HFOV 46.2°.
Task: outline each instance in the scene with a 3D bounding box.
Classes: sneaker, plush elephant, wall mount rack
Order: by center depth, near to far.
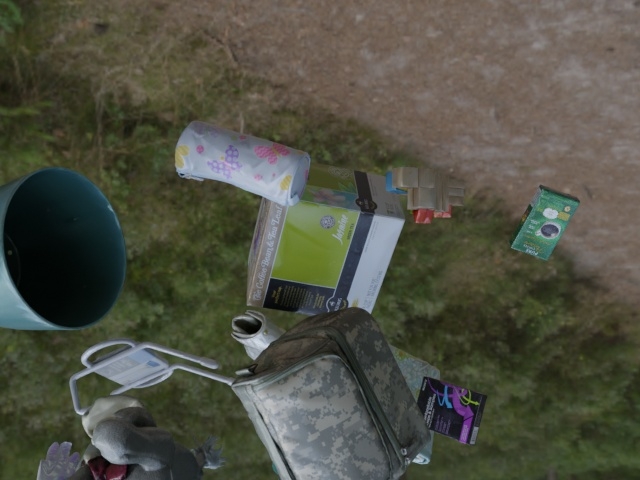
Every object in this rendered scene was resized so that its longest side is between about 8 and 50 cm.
[{"bbox_3d":[-0.357,0.420,1.325,0.256,0.271,0.330,-8,180,23],"label":"plush elephant"},{"bbox_3d":[-0.348,0.295,1.612,0.304,0.130,0.350,-23,157,0],"label":"wall mount rack"},{"bbox_3d":[-0.156,0.231,1.870,0.169,0.108,0.293,40,161,-21],"label":"sneaker"}]

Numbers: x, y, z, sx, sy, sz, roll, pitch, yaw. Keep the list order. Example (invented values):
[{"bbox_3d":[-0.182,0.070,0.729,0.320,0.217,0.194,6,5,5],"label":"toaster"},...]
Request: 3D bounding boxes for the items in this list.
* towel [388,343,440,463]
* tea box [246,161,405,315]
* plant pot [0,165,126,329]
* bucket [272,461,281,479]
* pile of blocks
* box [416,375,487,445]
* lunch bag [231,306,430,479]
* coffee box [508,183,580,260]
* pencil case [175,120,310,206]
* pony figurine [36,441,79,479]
[{"bbox_3d":[0.200,0.473,2.302,0.375,0.320,0.090,28,145,-18],"label":"towel"},{"bbox_3d":[0.000,0.000,1.884,0.324,0.220,0.328,10,122,-11],"label":"tea box"},{"bbox_3d":[-0.546,0.032,1.378,0.235,0.292,0.293,-11,162,26],"label":"plant pot"},{"bbox_3d":[-0.007,0.395,1.587,0.183,0.280,0.281,-4,169,-11],"label":"bucket"},{"bbox_3d":[0.221,-0.093,1.703,0.149,0.112,0.362,0,179,25],"label":"pile of blocks"},{"bbox_3d":[0.290,0.384,1.702,0.162,0.116,0.029,9,171,45],"label":"box"},{"bbox_3d":[0.007,0.297,1.244,0.213,0.305,0.256,-19,-171,46],"label":"lunch bag"},{"bbox_3d":[0.587,-0.047,1.975,0.113,0.184,0.040,17,-156,-9],"label":"coffee box"},{"bbox_3d":[-0.158,-0.157,1.526,0.273,0.124,0.113,16,144,11],"label":"pencil case"},{"bbox_3d":[-0.537,0.685,1.770,0.364,0.350,0.303,-7,145,33],"label":"pony figurine"}]
